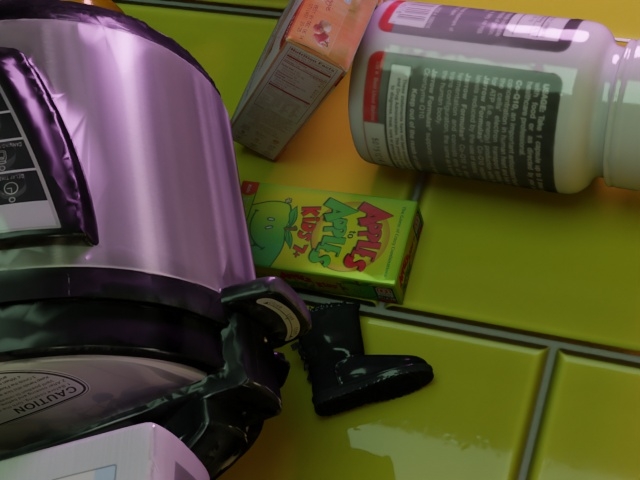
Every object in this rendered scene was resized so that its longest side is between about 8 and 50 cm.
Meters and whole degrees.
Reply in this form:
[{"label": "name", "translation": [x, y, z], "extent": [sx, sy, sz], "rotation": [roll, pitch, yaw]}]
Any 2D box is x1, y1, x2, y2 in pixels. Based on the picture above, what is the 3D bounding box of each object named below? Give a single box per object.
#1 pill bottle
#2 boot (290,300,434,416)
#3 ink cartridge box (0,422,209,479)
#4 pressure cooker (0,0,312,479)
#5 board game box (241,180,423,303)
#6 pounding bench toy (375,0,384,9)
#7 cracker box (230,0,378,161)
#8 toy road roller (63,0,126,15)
[{"label": "pill bottle", "translation": [0.183, -0.131, 1.125], "extent": [0.283, 0.161, 0.161], "rotation": [11, 65, 20]}, {"label": "boot", "translation": [0.035, 0.100, 1.105], "extent": [0.121, 0.045, 0.099], "rotation": [-17, 55, 6]}, {"label": "ink cartridge box", "translation": [-0.259, 0.303, 0.757], "extent": [0.385, 0.091, 0.308], "rotation": [-16, 49, 15]}, {"label": "pressure cooker", "translation": [-0.225, 0.057, 1.012], "extent": [0.376, 0.370, 0.420], "rotation": [7, 55, -28]}, {"label": "board game box", "translation": [0.000, 0.000, 1.169], "extent": [0.181, 0.043, 0.092], "rotation": [8, 63, 19]}, {"label": "pounding bench toy", "translation": [0.024, -0.275, 1.307], "extent": [0.083, 0.065, 0.052], "rotation": [2, 63, 22]}, {"label": "cracker box", "translation": [-0.012, -0.192, 1.175], "extent": [0.067, 0.232, 0.155], "rotation": [27, 66, -10]}, {"label": "toy road roller", "translation": [-0.353, -0.179, 1.225], "extent": [0.330, 0.202, 0.240], "rotation": [-6, 58, -9]}]
